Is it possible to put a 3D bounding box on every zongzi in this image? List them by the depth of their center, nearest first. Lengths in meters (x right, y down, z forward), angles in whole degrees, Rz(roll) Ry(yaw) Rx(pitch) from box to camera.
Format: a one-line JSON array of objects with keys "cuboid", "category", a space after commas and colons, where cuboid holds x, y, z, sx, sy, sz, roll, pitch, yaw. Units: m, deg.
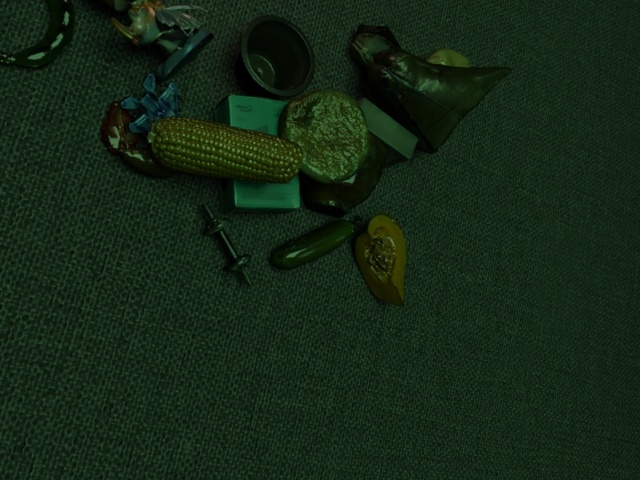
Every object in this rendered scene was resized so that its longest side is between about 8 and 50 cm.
[{"cuboid": [0.363, -0.514, 2.018, 0.393, 0.174, 0.356, -42, 122, 6], "category": "zongzi"}]

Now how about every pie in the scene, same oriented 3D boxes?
[{"cuboid": [0.018, -0.291, 1.820, 0.277, 0.078, 0.277, 3, 83, -23], "category": "pie"}]

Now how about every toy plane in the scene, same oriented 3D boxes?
[{"cuboid": [-0.398, -0.309, 1.705, 0.169, 0.078, 0.246, -50, 137, -8], "category": "toy plane"}]

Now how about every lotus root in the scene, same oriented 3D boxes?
[{"cuboid": [0.053, -0.207, 1.931, 0.267, 0.149, 0.260, 28, 69, -21], "category": "lotus root"}]

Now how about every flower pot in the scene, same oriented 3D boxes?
[{"cuboid": [-0.150, -0.495, 1.848, 0.235, 0.148, 0.235, 8, 76, -32], "category": "flower pot"}]

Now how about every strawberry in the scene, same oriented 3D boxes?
[{"cuboid": [-0.508, -0.284, 1.668, 0.104, 0.048, 0.152, -10, 91, -34], "category": "strawberry"}]

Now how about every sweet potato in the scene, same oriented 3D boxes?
[{"cuboid": [-0.405, -0.196, 1.705, 0.269, 0.075, 0.074, 5, 81, -39], "category": "sweet potato"}]

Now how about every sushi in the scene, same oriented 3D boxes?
[{"cuboid": [0.208, -0.559, 2.101, 0.109, 0.134, 0.273, -53, 127, -9], "category": "sushi"}]

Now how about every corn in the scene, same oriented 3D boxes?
[{"cuboid": [-0.240, -0.222, 1.645, 0.387, 0.144, 0.144, 12, 76, -9], "category": "corn"}]

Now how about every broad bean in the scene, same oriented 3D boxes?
[{"cuboid": [-0.678, -0.533, 1.602, 0.144, 0.049, 0.292, 29, 70, -23], "category": "broad bean"}]

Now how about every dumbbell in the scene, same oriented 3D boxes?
[{"cuboid": [-0.250, 0.011, 1.756, 0.082, 0.082, 0.254, -34, 102, -30], "category": "dumbbell"}]

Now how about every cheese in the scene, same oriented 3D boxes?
[{"cuboid": [0.441, -0.547, 2.228, 0.226, 0.117, 0.214, -13, 86, -36], "category": "cheese"}]

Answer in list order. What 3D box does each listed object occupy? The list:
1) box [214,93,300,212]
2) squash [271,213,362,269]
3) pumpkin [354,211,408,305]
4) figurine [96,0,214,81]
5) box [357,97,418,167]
[{"cuboid": [-0.176, -0.231, 1.812, 0.205, 0.118, 0.311, -1, 84, -33], "category": "box"}, {"cuboid": [0.000, 0.002, 1.904, 0.331, 0.087, 0.087, -26, 96, -32], "category": "squash"}, {"cuboid": [0.202, 0.052, 2.014, 0.163, 0.111, 0.278, -33, 100, -43], "category": "pumpkin"}, {"cuboid": [-0.448, -0.622, 1.641, 0.388, 0.248, 0.276, 48, 23, -12], "category": "figurine"}, {"cuboid": [0.171, -0.326, 2.023, 0.225, 0.129, 0.086, 31, 68, -23], "category": "box"}]
